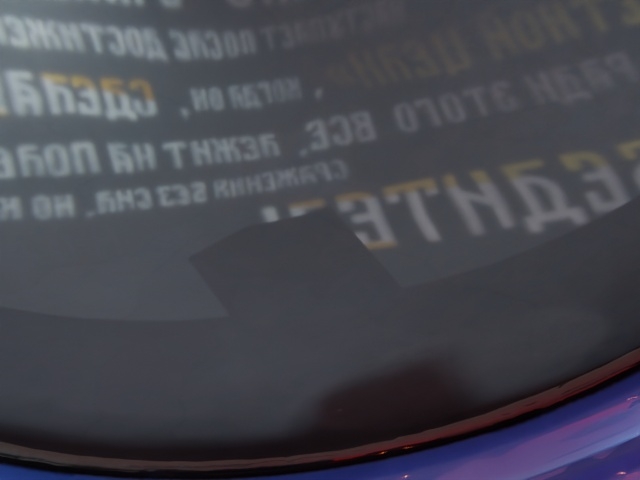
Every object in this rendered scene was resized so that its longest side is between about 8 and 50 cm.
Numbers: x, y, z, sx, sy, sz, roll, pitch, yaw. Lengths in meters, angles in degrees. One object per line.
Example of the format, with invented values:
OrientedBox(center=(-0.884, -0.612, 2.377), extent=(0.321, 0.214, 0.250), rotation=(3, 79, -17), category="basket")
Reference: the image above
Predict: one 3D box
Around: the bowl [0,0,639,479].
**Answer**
OrientedBox(center=(0.000, 0.000, 0.443), extent=(0.391, 0.077, 0.391), rotation=(-7, 145, -5), category="bowl")
